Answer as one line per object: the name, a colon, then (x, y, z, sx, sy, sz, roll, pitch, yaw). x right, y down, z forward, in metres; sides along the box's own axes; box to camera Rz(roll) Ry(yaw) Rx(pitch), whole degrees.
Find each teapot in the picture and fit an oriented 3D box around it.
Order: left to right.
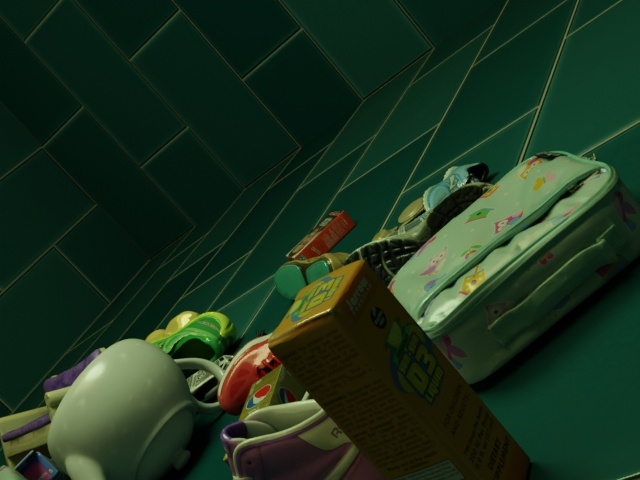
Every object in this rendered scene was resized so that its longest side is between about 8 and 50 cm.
teapot: (-0.277, 0.287, 1.400, 0.256, 0.187, 0.252, -59, -14, -4)

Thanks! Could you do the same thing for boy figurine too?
boy figurine: (-0.356, 0.257, 1.943, 0.285, 0.092, 0.177, -40, 12, 4)

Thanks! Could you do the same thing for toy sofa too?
toy sofa: (-0.546, 0.353, 1.861, 0.150, 0.177, 0.362, -12, -10, -38)

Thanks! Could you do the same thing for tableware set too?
tableware set: (0.130, -0.009, 1.530, 0.141, 0.020, 0.168, -39, 13, 21)

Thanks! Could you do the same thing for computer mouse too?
computer mouse: (-0.169, 0.233, 1.570, 0.193, 0.042, 0.106, -33, 18, 11)

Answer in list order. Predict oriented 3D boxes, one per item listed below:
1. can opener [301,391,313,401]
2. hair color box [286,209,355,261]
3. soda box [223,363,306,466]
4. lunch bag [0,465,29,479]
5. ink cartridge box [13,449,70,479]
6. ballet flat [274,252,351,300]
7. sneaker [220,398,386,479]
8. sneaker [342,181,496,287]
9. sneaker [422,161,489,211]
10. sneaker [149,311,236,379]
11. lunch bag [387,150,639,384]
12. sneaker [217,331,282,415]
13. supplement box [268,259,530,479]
can opener: (0.008, 0.187, 1.091, 0.095, 0.076, 0.283, -33, 13, 31)
hair color box: (0.000, 0.000, 1.844, 0.141, 0.043, 0.072, -45, 13, -11)
soda box: (-0.068, 0.240, 1.181, 0.061, 0.058, 0.181, -37, 13, 19)
lunch bag: (-0.510, 0.507, 1.402, 0.262, 0.160, 0.223, -56, 19, -14)
ink cartridge box: (-0.555, 0.481, 1.652, 0.186, 0.065, 0.311, -46, -7, -20)
ballet flat: (-0.004, 0.065, 1.612, 0.073, 0.080, 0.232, -16, 2, -29)
sneaker: (-0.069, 0.257, 0.885, 0.282, 0.161, 0.102, -40, 14, 13)
sneaker: (0.153, 0.014, 1.250, 0.283, 0.110, 0.122, -32, -3, 29)
sneaker: (0.215, -0.078, 1.406, 0.073, 0.063, 0.162, -25, 20, 44)
sneaker: (-0.294, 0.244, 1.750, 0.295, 0.109, 0.123, -39, 12, 20)
lunch bag: (0.210, 0.018, 0.971, 0.279, 0.108, 0.224, -41, 12, 1)
sneaker: (-0.053, 0.173, 1.310, 0.221, 0.087, 0.128, -46, 11, -13)
supplement box: (0.067, 0.131, 0.722, 0.080, 0.233, 0.078, -33, 15, 37)
